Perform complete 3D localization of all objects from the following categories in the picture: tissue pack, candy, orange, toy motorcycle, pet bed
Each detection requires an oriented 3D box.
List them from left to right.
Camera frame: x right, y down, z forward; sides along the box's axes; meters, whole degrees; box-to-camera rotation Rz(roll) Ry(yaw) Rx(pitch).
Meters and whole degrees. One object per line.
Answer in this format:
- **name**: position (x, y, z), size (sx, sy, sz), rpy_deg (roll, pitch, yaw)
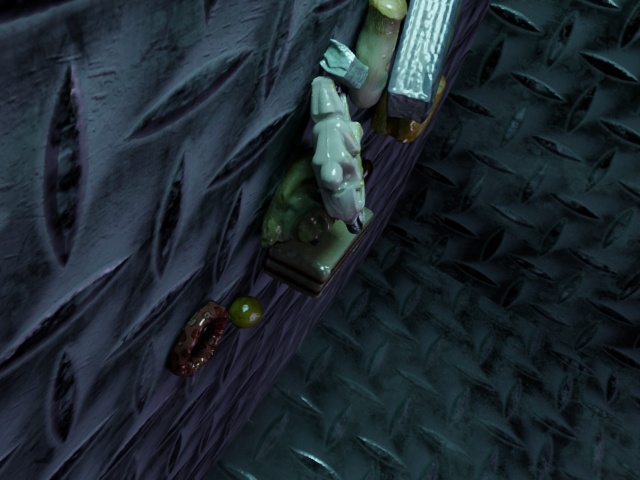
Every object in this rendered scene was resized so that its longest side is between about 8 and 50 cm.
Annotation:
- **pet bed**: position (-0.279, 0.227, 1.596), size (0.201, 0.053, 0.201), rpy_deg (-56, 164, -24)
- **orange**: position (-0.198, 0.188, 1.808), size (0.095, 0.085, 0.085), rpy_deg (-33, 153, -49)
- **candy**: position (0.000, 0.000, 1.950), size (0.321, 0.179, 0.135), rpy_deg (-50, 166, -40)
- **toy motorcycle**: position (0.037, -0.174, 1.468), size (0.223, 0.108, 0.341), rpy_deg (-25, 106, -73)
- **tissue pack**: position (0.267, -0.509, 1.716), size (0.288, 0.124, 0.394), rpy_deg (4, 103, -84)

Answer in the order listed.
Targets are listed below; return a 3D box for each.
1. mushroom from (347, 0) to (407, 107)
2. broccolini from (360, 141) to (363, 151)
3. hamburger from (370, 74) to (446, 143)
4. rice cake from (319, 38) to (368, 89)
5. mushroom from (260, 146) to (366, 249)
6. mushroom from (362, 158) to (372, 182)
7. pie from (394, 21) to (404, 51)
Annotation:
- **mushroom**: position (0.123, -0.425, 1.595), size (0.351, 0.095, 0.123), rpy_deg (108, -1, -59)
- **broccolini**: position (0.060, -0.206, 2.077), size (0.218, 0.042, 0.044), rpy_deg (-58, 170, -3)
- **hamburger**: position (0.284, -0.445, 2.152), size (0.330, 0.162, 0.209), rpy_deg (-41, 157, -56)
- **rice cake**: position (0.054, -0.367, 1.474), size (0.063, 0.069, 0.206), rpy_deg (-61, 172, 9)
- **mushroom**: position (-0.049, -0.093, 1.641), size (0.217, 0.212, 0.292), rpy_deg (-18, -159, 25)
- **mushroom**: position (0.149, -0.230, 2.438), size (0.123, 0.052, 0.123), rpy_deg (-54, 172, -11)
- **pie**: position (0.252, -0.589, 1.928), size (0.154, 0.036, 0.154), rpy_deg (-58, 171, -15)
